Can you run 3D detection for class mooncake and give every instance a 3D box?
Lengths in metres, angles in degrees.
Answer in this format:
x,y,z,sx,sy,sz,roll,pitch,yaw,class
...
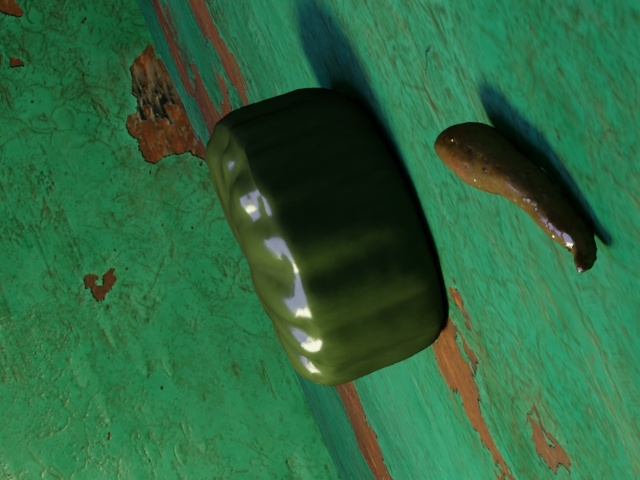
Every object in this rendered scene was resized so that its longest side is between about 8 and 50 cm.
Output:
x,y,z,sx,sy,sz,roll,pitch,yaw,class
0.000,0.000,1.704,0.351,0.187,0.351,159,90,-80,mooncake

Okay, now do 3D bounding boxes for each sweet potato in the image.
x,y,z,sx,sy,sz,roll,pitch,yaw,class
0.149,-0.042,1.127,0.214,0.050,0.050,45,157,53,sweet potato
